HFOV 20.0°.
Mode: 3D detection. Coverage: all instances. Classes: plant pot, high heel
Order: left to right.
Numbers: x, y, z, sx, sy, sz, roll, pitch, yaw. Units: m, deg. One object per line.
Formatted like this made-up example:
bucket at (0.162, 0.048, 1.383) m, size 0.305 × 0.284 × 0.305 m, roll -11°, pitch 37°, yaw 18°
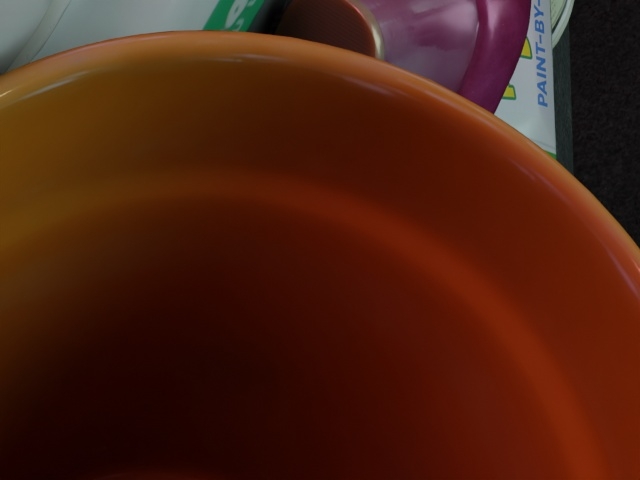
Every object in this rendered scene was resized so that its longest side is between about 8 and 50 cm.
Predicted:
plant pot at (-0.031, 0.085, 0.445) m, size 0.188 × 0.205 × 0.205 m, roll 116°, pitch -19°, yaw -59°
high heel at (0.000, 0.000, 0.623) m, size 0.117 × 0.082 × 0.244 m, roll -29°, pitch 145°, yaw -49°

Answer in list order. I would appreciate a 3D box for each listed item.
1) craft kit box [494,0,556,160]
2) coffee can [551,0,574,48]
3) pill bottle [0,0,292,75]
craft kit box at (-0.013, -0.082, 0.779) m, size 0.061 × 0.250 × 0.246 m, roll 8°, pitch 74°, yaw -45°
coffee can at (0.032, -0.215, 1.012) m, size 0.275 × 0.201 × 0.201 m, roll 65°, pitch 25°, yaw -61°
pill bottle at (-0.098, -0.120, 0.549) m, size 0.361 × 0.204 × 0.204 m, roll -32°, pitch 117°, yaw -72°
